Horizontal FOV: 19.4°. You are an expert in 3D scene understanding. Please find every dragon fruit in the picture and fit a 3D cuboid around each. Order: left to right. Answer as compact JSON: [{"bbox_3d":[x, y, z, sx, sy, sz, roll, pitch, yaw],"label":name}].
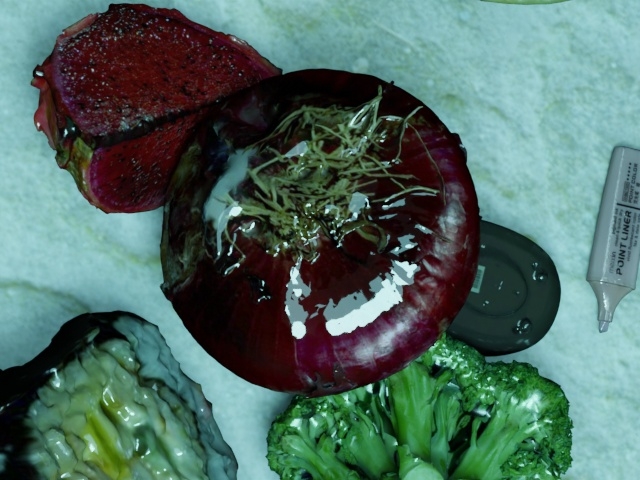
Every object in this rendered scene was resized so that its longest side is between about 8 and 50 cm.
[{"bbox_3d":[-0.178,-0.118,1.777,0.262,0.163,0.189,-24,121,-45],"label":"dragon fruit"}]

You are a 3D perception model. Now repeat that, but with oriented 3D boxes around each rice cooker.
[{"bbox_3d":[0.143,0.042,1.866,0.203,0.118,0.142,17,84,-15],"label":"rice cooker"}]

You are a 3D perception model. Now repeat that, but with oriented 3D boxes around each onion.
[{"bbox_3d":[0.000,0.000,1.731,0.314,0.232,0.314,-4,69,11],"label":"onion"}]

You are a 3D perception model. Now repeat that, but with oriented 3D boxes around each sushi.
[{"bbox_3d":[-0.242,0.262,1.669,0.285,0.328,0.328,-31,102,24],"label":"sushi"}]

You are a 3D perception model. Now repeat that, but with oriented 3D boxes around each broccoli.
[{"bbox_3d":[0.094,0.213,1.777,0.294,0.245,0.265,3,106,-8],"label":"broccoli"}]

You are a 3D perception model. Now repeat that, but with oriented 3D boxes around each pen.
[{"bbox_3d":[0.310,0.000,1.956,0.053,0.032,0.197,11,83,-14],"label":"pen"}]

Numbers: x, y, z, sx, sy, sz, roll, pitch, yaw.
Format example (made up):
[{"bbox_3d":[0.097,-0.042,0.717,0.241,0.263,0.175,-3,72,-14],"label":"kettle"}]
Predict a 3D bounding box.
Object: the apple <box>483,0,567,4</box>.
[{"bbox_3d":[0.182,-0.409,1.821,0.360,0.320,0.311,33,41,-16],"label":"apple"}]
